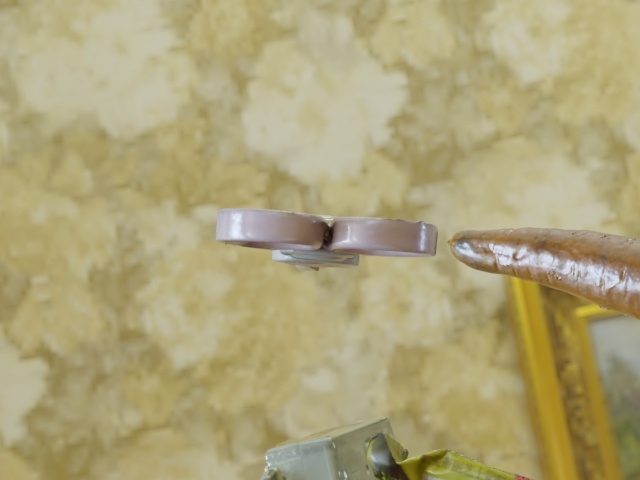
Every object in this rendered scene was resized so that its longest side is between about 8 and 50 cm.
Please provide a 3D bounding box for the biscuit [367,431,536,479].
[{"bbox_3d":[0.156,0.121,0.691,0.292,0.026,0.048,14,-8,17],"label":"biscuit"}]

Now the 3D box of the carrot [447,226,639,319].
[{"bbox_3d":[0.181,0.018,1.380,0.209,0.061,0.061,13,0,36],"label":"carrot"}]

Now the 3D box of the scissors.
[{"bbox_3d":[0.000,0.000,1.089,0.118,0.031,0.242,4,-4,-2],"label":"scissors"}]

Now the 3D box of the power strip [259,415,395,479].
[{"bbox_3d":[0.007,0.136,0.967,0.042,0.075,0.175,-14,-3,18],"label":"power strip"}]

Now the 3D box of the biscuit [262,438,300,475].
[{"bbox_3d":[0.037,0.231,1.214,0.035,0.158,0.240,2,19,-44],"label":"biscuit"}]
